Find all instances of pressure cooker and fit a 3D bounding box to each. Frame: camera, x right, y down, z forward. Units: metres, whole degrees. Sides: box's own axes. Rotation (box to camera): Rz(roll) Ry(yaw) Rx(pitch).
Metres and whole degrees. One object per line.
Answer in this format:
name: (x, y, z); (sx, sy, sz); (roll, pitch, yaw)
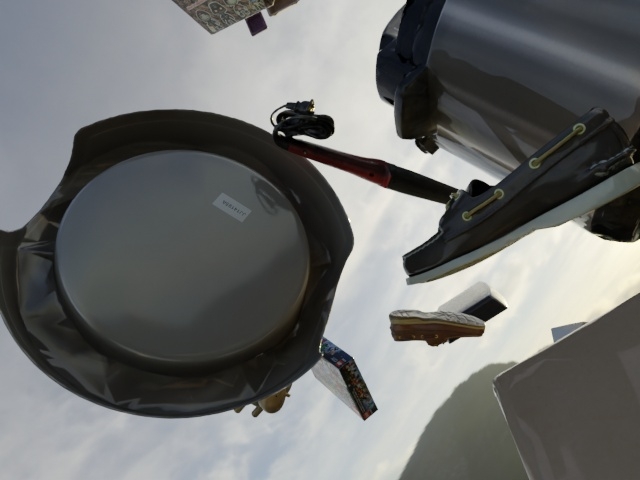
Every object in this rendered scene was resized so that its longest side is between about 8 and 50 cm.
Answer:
pressure cooker: (0.293, -0.239, 0.632); (0.370, 0.420, 0.375); (-5, -53, -49)

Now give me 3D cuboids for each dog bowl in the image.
dog bowl: (-0.140, 0.021, 0.542); (0.349, 0.349, 0.102); (-31, -17, -32)

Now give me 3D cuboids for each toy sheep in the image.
toy sheep: (-0.082, 0.171, 0.662); (0.091, 0.132, 0.091); (-18, -49, -22)

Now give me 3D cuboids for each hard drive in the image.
hard drive: (0.366, 0.169, 1.261); (0.172, 0.054, 0.255); (-35, -4, 11)

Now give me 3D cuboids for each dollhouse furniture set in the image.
dollhouse furniture set: (-0.106, -0.449, 0.916); (0.114, 0.091, 0.081); (-23, -4, 13)

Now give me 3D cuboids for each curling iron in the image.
curling iron: (0.070, -0.082, 0.572); (0.068, 0.274, 0.035); (131, 160, -59)

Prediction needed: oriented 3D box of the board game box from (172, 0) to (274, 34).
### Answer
board game box: (-0.185, -0.485, 0.695); (0.291, 0.141, 0.232); (32, -119, -45)

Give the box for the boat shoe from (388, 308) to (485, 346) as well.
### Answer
boat shoe: (0.218, 0.167, 0.955); (0.064, 0.178, 0.060); (-26, -65, -69)

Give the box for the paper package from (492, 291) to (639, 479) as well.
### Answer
paper package: (0.288, 0.120, 0.224); (0.325, 0.168, 0.309); (-37, 14, 16)

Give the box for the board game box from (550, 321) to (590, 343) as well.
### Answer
board game box: (0.523, 0.283, 0.780); (0.319, 0.318, 0.066); (4, -19, -25)

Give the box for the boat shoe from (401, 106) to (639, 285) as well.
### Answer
boat shoe: (0.154, -0.026, 0.441); (0.081, 0.068, 0.228); (-16, -13, -47)

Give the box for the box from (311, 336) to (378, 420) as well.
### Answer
box: (0.029, 0.304, 1.198); (0.044, 0.233, 0.159); (-33, -66, -19)

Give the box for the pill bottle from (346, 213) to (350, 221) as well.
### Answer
pill bottle: (0.000, 0.000, 1.457); (0.221, 0.124, 0.124); (-62, -14, -50)
